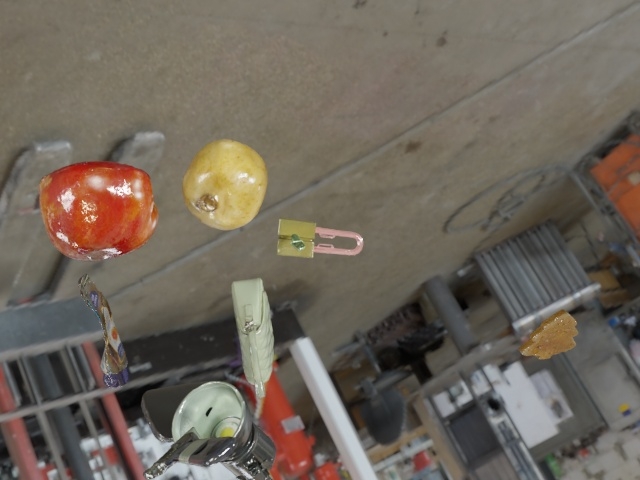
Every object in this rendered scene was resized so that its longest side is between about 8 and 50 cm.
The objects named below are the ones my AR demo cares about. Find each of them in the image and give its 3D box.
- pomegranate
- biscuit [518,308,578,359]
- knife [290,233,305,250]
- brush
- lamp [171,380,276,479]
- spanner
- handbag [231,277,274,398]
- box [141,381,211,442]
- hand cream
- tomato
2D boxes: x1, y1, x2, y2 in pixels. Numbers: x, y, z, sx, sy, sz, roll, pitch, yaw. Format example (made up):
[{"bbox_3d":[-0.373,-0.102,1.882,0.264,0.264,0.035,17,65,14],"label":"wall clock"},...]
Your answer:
[{"bbox_3d":[-0.196,-0.110,1.705,0.196,0.196,0.196,-24,159,-10],"label":"pomegranate"},{"bbox_3d":[0.435,0.174,1.569,0.119,0.019,0.130,-3,133,-19],"label":"biscuit"},{"bbox_3d":[-0.061,0.004,2.129,0.030,0.014,0.207,-13,-169,-6],"label":"knife"},{"bbox_3d":[0.000,0.000,2.268,0.234,0.103,0.047,6,-176,-4],"label":"brush"},{"bbox_3d":[-0.155,0.383,1.573,0.147,0.172,0.227,-40,137,-6],"label":"lamp"},{"bbox_3d":[-0.149,0.244,0.954,0.087,0.024,0.316,-34,180,-23],"label":"spanner"},{"bbox_3d":[-0.138,0.225,1.816,0.079,0.219,0.256,-8,144,-4],"label":"handbag"},{"bbox_3d":[-0.296,0.386,1.901,0.201,0.212,0.042,-3,112,-27],"label":"box"},{"bbox_3d":[-0.292,0.125,1.134,0.039,0.062,0.163,-9,118,-1],"label":"hand cream"},{"bbox_3d":[-0.387,-0.032,1.472,0.200,0.139,0.233,-4,154,-1],"label":"tomato"}]
